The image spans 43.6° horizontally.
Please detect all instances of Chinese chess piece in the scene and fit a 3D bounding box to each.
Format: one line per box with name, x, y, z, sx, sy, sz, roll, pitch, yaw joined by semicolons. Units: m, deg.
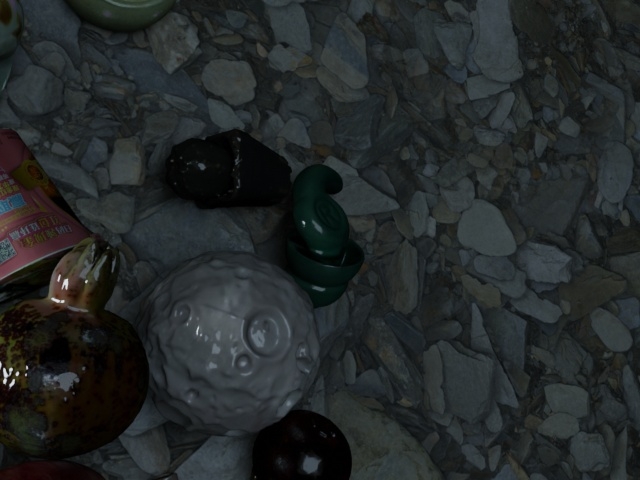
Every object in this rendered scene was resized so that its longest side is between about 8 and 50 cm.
Chinese chess piece;-0.394;-0.535;1.564;0.251;0.101;0.250;6;76;-26

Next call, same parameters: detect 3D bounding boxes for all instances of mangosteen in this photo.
mangosteen;-0.039;0.422;1.514;0.210;0.210;0.209;6;78;-26

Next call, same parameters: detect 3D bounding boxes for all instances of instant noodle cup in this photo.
instant noodle cup;-0.530;-0.043;1.340;0.244;0.244;0.255;-26;86;-29

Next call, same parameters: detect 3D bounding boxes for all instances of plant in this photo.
plant;-0.180;-0.136;1.566;0.256;0.164;0.141;4;81;-42

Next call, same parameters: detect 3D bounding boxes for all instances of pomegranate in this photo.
pomegranate;-0.391;0.161;1.251;0.285;0.285;0.340;14;97;-25

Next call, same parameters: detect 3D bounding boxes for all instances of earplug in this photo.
earplug;-0.008;-0.002;1.637;0.164;0.257;0.280;6;109;-26

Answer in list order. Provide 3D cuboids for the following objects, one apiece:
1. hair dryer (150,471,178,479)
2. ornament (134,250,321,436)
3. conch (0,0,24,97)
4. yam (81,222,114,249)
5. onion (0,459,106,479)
hair dryer;-0.339;0.537;1.418;0.221;0.054;0.195;-12;85;-22
ornament;-0.159;0.180;1.426;0.337;0.337;0.336;6;78;-26
conch;-0.616;-0.349;1.365;0.197;0.249;0.368;17;53;11
yam;-0.432;-0.012;1.483;0.129;0.027;0.033;36;67;-18
onion;-0.487;0.473;1.239;0.348;0.285;0.347;-29;138;-30
